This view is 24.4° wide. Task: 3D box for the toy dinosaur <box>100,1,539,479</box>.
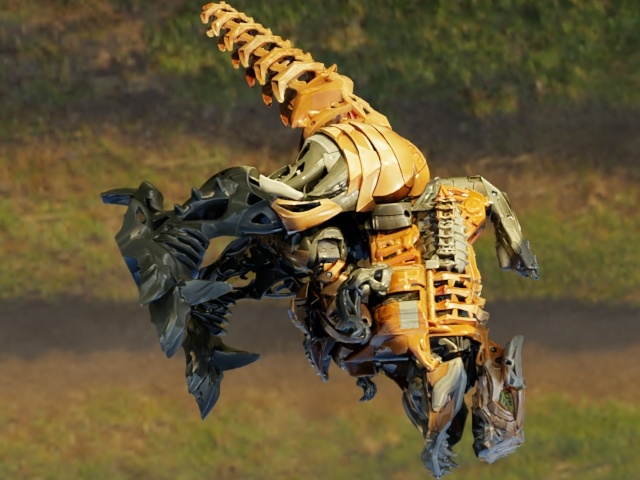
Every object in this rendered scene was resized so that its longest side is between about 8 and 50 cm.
[{"bbox_3d":[0.000,0.000,0.879,0.218,0.322,0.164,-25,135,-4],"label":"toy dinosaur"}]
